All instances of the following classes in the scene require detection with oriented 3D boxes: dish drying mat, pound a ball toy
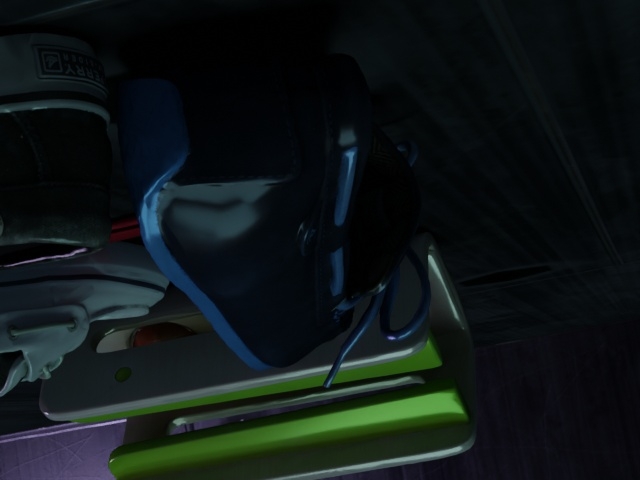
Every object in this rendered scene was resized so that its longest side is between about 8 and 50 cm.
[{"bbox_3d":[-0.082,-0.009,0.645,0.083,0.008,0.032,-13,171,21],"label":"dish drying mat"},{"bbox_3d":[-0.048,0.112,0.924,0.319,0.136,0.208,-12,135,17],"label":"pound a ball toy"}]

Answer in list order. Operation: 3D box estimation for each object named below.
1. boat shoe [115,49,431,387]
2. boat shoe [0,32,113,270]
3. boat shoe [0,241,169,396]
[{"bbox_3d":[0.000,0.000,0.487,0.089,0.109,0.258,-14,173,5],"label":"boat shoe"},{"bbox_3d":[-0.156,-0.002,0.413,0.219,0.070,0.078,-16,169,34],"label":"boat shoe"},{"bbox_3d":[-0.170,0.044,0.663,0.083,0.076,0.226,-17,168,42],"label":"boat shoe"}]
